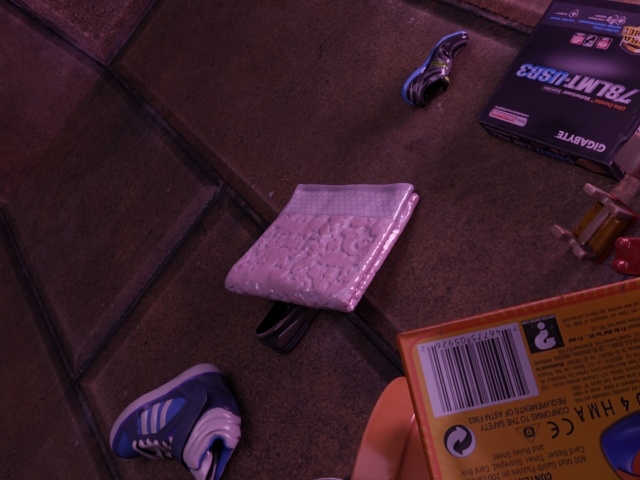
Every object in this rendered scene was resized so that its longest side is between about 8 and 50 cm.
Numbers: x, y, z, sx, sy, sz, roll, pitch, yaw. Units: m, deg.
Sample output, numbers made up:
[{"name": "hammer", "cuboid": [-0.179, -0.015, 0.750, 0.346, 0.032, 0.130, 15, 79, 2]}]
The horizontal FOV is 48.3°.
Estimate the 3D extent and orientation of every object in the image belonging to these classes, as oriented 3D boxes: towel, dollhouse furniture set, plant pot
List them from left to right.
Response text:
[{"name": "towel", "cuboid": [0.000, 0.000, 1.454, 0.332, 0.053, 0.317, 5, 50, 42]}, {"name": "plant pot", "cuboid": [0.184, 0.361, 1.027, 0.204, 0.291, 0.290, 9, 72, 26]}, {"name": "dollhouse furniture set", "cuboid": [0.558, -0.084, 1.063, 0.374, 0.152, 0.201, -58, 42, 24]}]

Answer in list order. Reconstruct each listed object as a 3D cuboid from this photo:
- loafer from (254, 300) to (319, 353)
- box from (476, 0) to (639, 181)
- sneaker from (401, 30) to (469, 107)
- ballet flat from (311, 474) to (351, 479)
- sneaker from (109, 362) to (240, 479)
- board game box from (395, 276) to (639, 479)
[{"name": "loafer", "cuboid": [-0.040, 0.108, 1.475, 0.096, 0.084, 0.267, 28, 86, 46]}, {"name": "box", "cuboid": [0.475, -0.284, 1.273, 0.295, 0.073, 0.293, 33, 89, 46]}, {"name": "sneaker", "cuboid": [0.254, -0.359, 1.515, 0.078, 0.067, 0.188, 41, 94, 24]}, {"name": "ballet flat", "cuboid": [-0.028, 0.482, 1.260, 0.280, 0.095, 0.096, -23, 43, 16]}, {"name": "sneaker", "cuboid": [-0.304, 0.427, 1.485, 0.323, 0.130, 0.236, -37, 43, 11]}, {"name": "board game box", "cuboid": [0.302, 0.258, 0.713, 0.357, 0.356, 0.356, -14, 68, 6]}]
